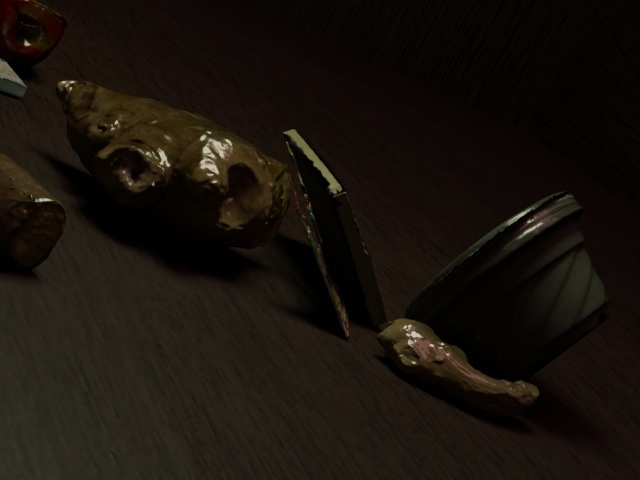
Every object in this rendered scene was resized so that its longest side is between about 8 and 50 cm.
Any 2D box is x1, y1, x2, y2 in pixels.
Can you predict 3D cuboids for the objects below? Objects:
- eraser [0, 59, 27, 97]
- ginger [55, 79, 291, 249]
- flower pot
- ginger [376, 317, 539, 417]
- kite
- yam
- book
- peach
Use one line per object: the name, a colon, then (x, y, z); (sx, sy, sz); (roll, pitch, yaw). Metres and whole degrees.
eraser: (-0.372, -0.192, 1.783); (0.038, 0.019, 0.083); (20, 15, -35)
ginger: (-0.168, -0.077, 1.548); (0.270, 0.123, 0.219); (20, 9, 15)
flower pot: (0.213, 0.066, 1.625); (0.141, 0.235, 0.235); (55, 19, 10)
ginger: (0.134, 0.132, 1.510); (0.173, 0.051, 0.069); (32, 18, -4)
kite: (0.000, 0.000, 1.576); (0.198, 0.006, 0.244); (59, 12, -59)
yam: (-0.314, -0.069, 1.332); (0.066, 0.066, 0.299); (14, 17, -46)
book: (0.016, -0.020, 1.666); (0.231, 0.026, 0.158); (-125, -165, -65)
peach: (-0.388, -0.267, 1.890); (0.127, 0.092, 0.172); (27, 0, -24)
